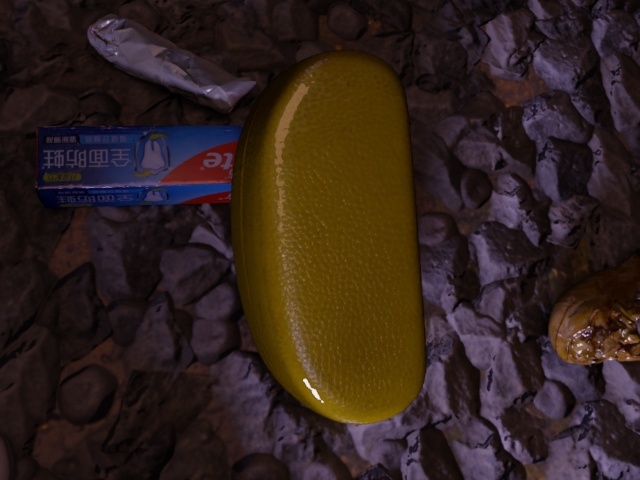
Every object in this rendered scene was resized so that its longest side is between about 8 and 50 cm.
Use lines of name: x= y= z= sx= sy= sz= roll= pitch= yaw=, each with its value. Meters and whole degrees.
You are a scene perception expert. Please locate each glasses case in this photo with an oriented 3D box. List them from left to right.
glasses case: x=0.000 y=0.000 z=0.780 sx=0.173 sy=0.141 sz=0.371 roll=-6 pitch=94 yaw=-22

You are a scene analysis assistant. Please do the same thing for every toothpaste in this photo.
toothpaste: x=-0.151 y=-0.085 z=0.856 sx=0.320 sy=0.066 sz=0.076 roll=-3 pitch=73 yaw=-12

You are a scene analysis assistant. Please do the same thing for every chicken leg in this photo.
chicken leg: x=0.358 y=0.072 z=0.896 sx=0.207 sy=0.085 sz=0.101 roll=-35 pitch=39 yaw=-26

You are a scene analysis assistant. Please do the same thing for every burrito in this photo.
burrito: x=-0.178 y=-0.208 z=0.895 sx=0.203 sy=0.064 sz=0.064 roll=25 pitch=69 yaw=-5

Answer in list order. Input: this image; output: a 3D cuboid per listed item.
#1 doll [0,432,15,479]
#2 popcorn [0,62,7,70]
doll: x=-0.308 y=0.268 z=0.710 sx=0.161 sy=0.059 sz=0.160 roll=-33 pitch=81 yaw=-20
popcorn: x=-0.387 y=-0.213 z=0.851 sx=0.084 sy=0.084 sz=0.084 roll=3 pitch=71 yaw=-10
